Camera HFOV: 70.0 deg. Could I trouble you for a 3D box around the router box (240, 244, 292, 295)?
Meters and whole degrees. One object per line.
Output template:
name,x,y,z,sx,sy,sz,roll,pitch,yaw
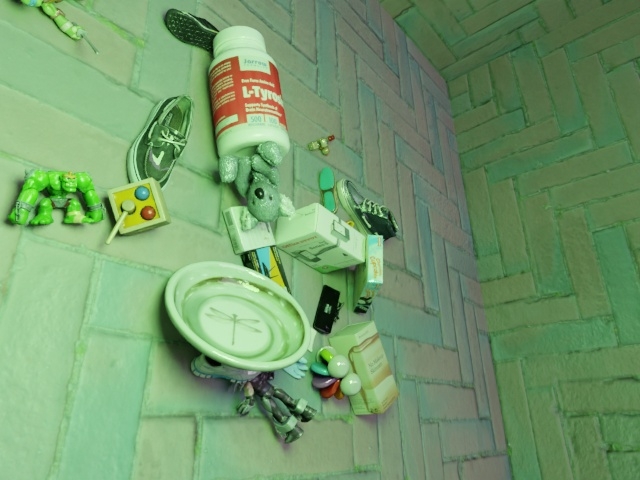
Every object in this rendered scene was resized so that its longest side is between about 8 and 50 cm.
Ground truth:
router box,-0.171,0.113,1.460,0.133,0.046,0.179,-16,89,-54

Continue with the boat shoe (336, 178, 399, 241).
boat shoe,0.214,-0.138,1.986,0.340,0.158,0.127,57,38,-19

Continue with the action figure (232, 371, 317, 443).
action figure,-0.149,0.440,1.302,0.285,0.099,0.185,48,46,-6

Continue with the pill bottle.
pill bottle,-0.238,-0.462,1.479,0.229,0.229,0.408,6,70,-52

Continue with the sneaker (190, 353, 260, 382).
sneaker,-0.234,0.325,1.197,0.190,0.083,0.071,11,51,-28

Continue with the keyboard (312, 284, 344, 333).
keyboard,0.027,0.261,1.679,0.100,0.038,0.192,29,50,-13

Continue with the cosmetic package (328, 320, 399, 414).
cosmetic package,0.161,0.462,1.669,0.153,0.129,0.296,-22,92,-53

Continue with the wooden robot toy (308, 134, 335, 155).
wooden robot toy,0.022,-0.396,1.932,0.173,0.076,0.079,-38,116,-52

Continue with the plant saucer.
plant saucer,-0.222,0.212,1.209,0.400,0.100,0.400,24,24,-11

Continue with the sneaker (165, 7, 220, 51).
sneaker,-0.412,-0.694,1.506,0.234,0.084,0.097,13,41,-51

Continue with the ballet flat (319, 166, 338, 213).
ballet flat,0.035,-0.197,1.872,0.067,0.073,0.206,53,33,-70

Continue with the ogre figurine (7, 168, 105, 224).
ogre figurine,-0.570,-0.095,0.998,0.197,0.097,0.118,-4,96,-38

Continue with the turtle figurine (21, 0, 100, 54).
turtle figurine,-0.580,-0.608,1.130,0.198,0.274,0.266,85,13,-46

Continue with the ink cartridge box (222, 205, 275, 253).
ink cartridge box,-0.227,-0.040,1.473,0.179,0.045,0.145,-12,84,-64

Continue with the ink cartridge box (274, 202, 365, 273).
ink cartridge box,0.000,0.000,1.607,0.273,0.198,0.115,32,52,-41

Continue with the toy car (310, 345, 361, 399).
toy car,0.036,0.451,1.522,0.136,0.159,0.182,-36,108,-15

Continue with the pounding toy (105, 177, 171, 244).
pounding toy,-0.452,-0.068,1.106,0.100,0.141,0.130,151,-79,-82

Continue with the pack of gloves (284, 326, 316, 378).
pack of gloves,-0.091,0.319,1.475,0.232,0.046,0.195,45,44,-32

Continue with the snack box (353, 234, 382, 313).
snack box,0.175,0.135,1.723,0.322,0.060,0.187,101,-6,-62

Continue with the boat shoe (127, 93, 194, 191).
boat shoe,-0.425,-0.273,1.238,0.121,0.119,0.335,31,51,-42

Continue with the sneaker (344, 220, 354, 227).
sneaker,0.106,-0.004,1.862,0.064,0.067,0.175,29,55,-45

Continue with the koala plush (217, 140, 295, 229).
koala plush,-0.180,-0.150,1.394,0.203,0.196,0.221,92,-22,-78
